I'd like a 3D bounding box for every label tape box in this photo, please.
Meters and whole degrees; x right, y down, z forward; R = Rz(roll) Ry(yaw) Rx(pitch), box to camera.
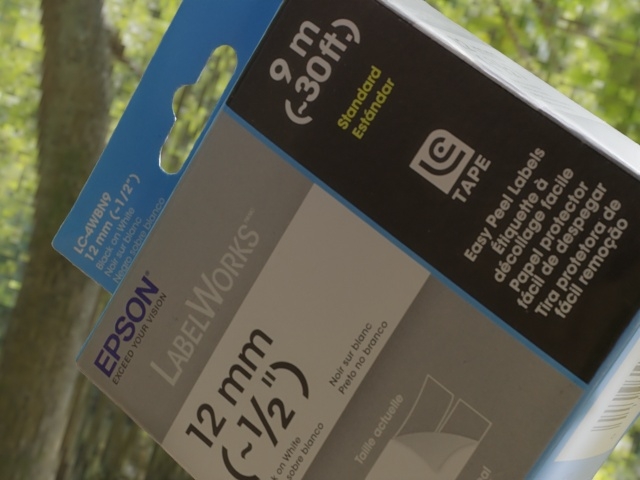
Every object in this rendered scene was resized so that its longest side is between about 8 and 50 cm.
[{"bbox_3d":[0.000,0.000,0.764,0.348,0.249,0.115,38,16,23],"label":"label tape box"}]
